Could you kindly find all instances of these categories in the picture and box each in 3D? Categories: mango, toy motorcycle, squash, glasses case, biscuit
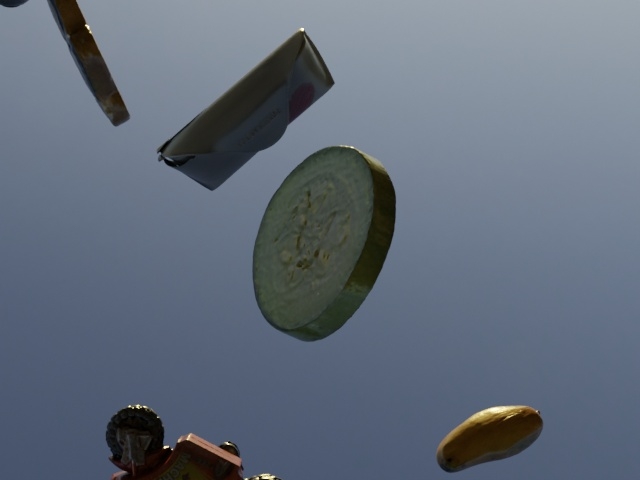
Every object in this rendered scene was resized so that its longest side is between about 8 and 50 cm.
[{"bbox_3d":[0.268,0.313,1.502,0.190,0.075,0.098,-24,-166,-10],"label":"mango"},{"bbox_3d":[-0.186,0.358,1.344,0.298,0.171,0.089,29,173,0],"label":"toy motorcycle"},{"bbox_3d":[0.000,0.000,1.203,0.049,0.252,0.252,23,-145,-31],"label":"squash"},{"bbox_3d":[-0.109,-0.192,1.500,0.128,0.308,0.083,42,-167,-40],"label":"glasses case"},{"bbox_3d":[-0.467,-0.378,1.871,0.057,0.343,0.287,-25,-152,-7],"label":"biscuit"}]

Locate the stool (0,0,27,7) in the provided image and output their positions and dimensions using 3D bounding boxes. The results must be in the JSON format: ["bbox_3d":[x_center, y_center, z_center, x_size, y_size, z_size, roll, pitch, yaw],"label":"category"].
[{"bbox_3d":[-0.529,-0.462,1.637,0.096,0.110,0.096,5,-98,-39],"label":"stool"}]
